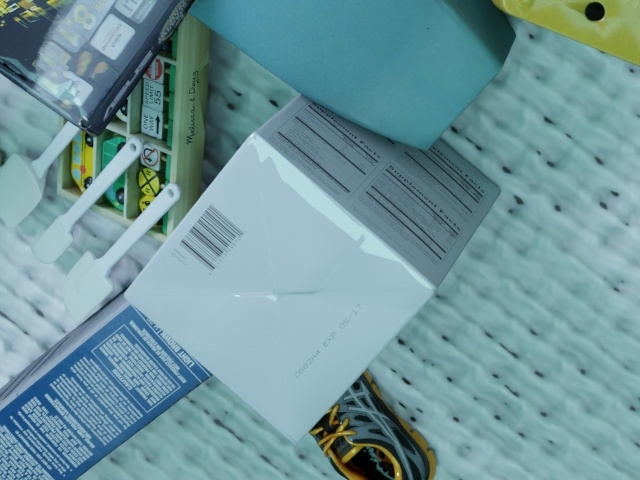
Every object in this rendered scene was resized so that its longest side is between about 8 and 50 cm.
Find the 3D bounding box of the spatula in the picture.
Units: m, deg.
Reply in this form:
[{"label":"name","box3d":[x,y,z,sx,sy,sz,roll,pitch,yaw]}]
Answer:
[{"label":"spatula","box3d":[-0.226,-0.040,1.680,0.168,0.019,0.242,58,136,11]}]

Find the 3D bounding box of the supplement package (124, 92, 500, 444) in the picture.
[{"label":"supplement package","box3d":[0.000,0.000,1.550,0.198,0.262,0.199,41,116,0]}]

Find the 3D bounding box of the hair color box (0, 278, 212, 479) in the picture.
[{"label":"hair color box","box3d":[-0.214,0.137,1.717,0.347,0.174,0.105,-37,97,26]}]

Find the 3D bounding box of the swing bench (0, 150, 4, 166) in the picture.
[{"label":"swing bench","box3d":[-0.457,-0.124,1.643,0.255,0.165,0.253,22,152,10]}]

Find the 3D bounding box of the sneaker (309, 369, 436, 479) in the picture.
[{"label":"sneaker","box3d":[0.022,0.174,1.709,0.215,0.083,0.084,41,117,1]}]

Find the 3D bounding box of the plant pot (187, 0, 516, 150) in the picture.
[{"label":"plant pot","box3d":[0.043,-0.201,1.522,0.234,0.166,0.165,40,116,-4]}]

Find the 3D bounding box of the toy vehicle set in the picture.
[{"label":"toy vehicle set","box3d":[-0.175,-0.145,1.639,0.166,0.035,0.267,22,117,37]}]

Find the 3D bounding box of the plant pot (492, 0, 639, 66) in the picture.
[{"label":"plant pot","box3d":[0.251,-0.245,1.425,0.212,0.187,0.212,23,114,8]}]

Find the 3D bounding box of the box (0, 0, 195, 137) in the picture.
[{"label":"box","box3d":[-0.208,-0.335,1.497,0.318,0.097,0.395,36,89,2]}]
